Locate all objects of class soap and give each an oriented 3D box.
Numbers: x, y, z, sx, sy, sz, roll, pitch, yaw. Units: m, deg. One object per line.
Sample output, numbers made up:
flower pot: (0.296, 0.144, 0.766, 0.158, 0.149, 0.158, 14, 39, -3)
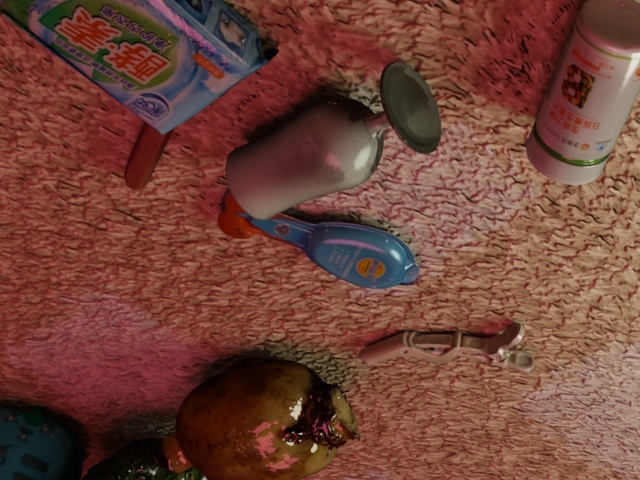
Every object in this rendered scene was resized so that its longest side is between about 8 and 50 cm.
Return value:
soap: (-0.197, -0.228, 1.337, 0.293, 0.077, 0.156, 38, 131, -25)

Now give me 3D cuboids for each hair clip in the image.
hair clip: (0.156, 0.133, 1.681, 0.226, 0.034, 0.072, 1, 133, 14)

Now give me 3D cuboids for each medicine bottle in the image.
medicine bottle: (0.269, -0.147, 1.317, 0.086, 0.086, 0.183, 12, 137, -1)

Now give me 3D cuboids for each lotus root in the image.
lotus root: (-0.088, 0.246, 1.772, 0.314, 0.141, 0.169, -15, 114, 22)

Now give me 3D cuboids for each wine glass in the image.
wine glass: (0.009, -0.099, 1.415, 0.231, 0.103, 0.103, -24, 127, 37)

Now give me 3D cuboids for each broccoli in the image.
broccoli: (-0.228, 0.431, 1.895, 0.297, 0.297, 0.297, 34, 144, 25)

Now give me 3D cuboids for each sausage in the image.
sausage: (-0.191, -0.108, 1.498, 0.035, 0.030, 0.147, 20, 137, -10)

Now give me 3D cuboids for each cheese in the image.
cheese: (0.000, 0.000, 1.571, 0.256, 0.037, 0.106, 20, 136, -7)

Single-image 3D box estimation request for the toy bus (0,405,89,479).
toy bus: (-0.461, 0.397, 1.884, 0.183, 0.343, 0.199, 17, 129, -2)
